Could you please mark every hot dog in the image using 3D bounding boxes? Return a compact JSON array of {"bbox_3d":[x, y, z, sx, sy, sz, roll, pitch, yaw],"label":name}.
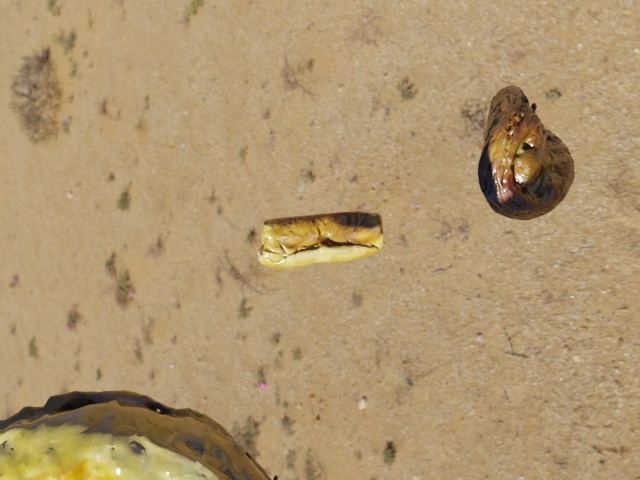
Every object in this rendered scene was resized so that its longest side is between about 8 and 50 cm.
[{"bbox_3d":[0.188,-0.084,0.602,0.099,0.147,0.065,45,132,-17],"label":"hot dog"}]

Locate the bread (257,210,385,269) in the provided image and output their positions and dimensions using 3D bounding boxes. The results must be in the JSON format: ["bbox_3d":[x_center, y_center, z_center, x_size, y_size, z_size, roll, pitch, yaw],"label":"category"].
[{"bbox_3d":[0.000,0.000,0.659,0.074,0.132,0.054,164,100,-80],"label":"bread"}]

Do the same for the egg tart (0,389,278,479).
[{"bbox_3d":[-0.118,0.195,0.349,0.106,0.240,0.241,-155,68,-81],"label":"egg tart"}]
